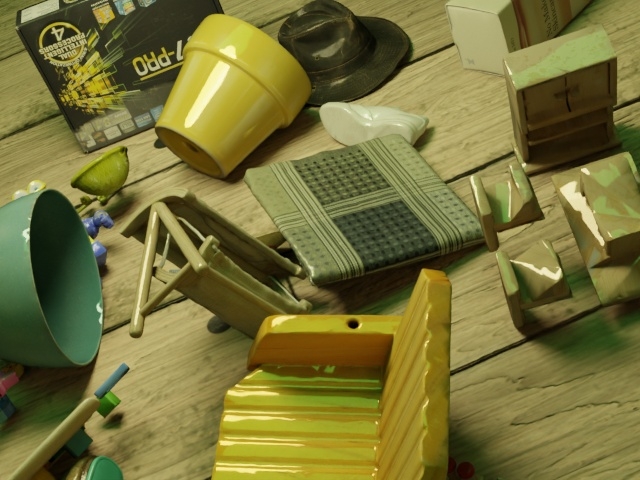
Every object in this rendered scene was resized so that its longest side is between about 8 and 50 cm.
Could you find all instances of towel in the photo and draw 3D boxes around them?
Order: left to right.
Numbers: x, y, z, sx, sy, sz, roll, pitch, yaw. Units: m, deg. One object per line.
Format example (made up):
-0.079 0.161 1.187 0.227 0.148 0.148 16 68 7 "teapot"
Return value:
0.067 -0.053 1.731 0.312 0.056 0.324 -15 41 -17 "towel"

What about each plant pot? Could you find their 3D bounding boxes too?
-0.498 0.077 1.704 0.196 0.290 0.290 -11 40 7 "plant pot"
-0.184 -0.261 2.010 0.254 0.254 0.239 21 70 40 "plant pot"

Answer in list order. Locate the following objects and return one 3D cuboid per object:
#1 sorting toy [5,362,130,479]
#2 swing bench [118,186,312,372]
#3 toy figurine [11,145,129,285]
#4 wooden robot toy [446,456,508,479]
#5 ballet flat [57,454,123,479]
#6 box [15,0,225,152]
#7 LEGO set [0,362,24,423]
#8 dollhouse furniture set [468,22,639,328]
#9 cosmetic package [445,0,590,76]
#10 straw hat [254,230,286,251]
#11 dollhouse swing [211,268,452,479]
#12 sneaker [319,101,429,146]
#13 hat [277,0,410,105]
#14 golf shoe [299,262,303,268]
-0.385 0.318 1.509 0.047 0.196 0.347 43 63 1 "sorting toy"
-0.146 0.065 1.559 0.165 0.253 0.254 -42 36 20 "swing bench"
-0.449 0.010 1.936 0.363 0.191 0.217 -34 70 -25 "toy figurine"
0.161 0.317 1.307 0.173 0.076 0.079 8 61 36 "wooden robot toy"
-0.350 0.436 1.391 0.124 0.116 0.342 -28 34 23 "ballet flat"
-0.379 -0.394 2.178 0.395 0.318 0.097 -21 38 1 "box"
-0.535 0.224 1.734 0.093 0.087 0.227 -36 34 -21 "LEGO set"
0.413 -0.077 1.576 0.362 0.256 0.394 -18 60 7 "dollhouse furniture set"
0.391 -0.463 2.024 0.129 0.153 0.296 22 58 42 "cosmetic package"
-0.101 0.036 1.750 0.145 0.144 0.061 -21 81 2 "straw hat"
0.000 0.218 1.240 0.315 0.305 0.346 0 56 10 "dollhouse swing"
0.102 -0.221 1.958 0.212 0.080 0.094 18 42 30 "sneaker"
0.014 -0.418 2.167 0.331 0.134 0.331 -13 39 11 "hat"
0.000 0.000 1.759 0.086 0.067 0.186 4 32 -16 "golf shoe"
